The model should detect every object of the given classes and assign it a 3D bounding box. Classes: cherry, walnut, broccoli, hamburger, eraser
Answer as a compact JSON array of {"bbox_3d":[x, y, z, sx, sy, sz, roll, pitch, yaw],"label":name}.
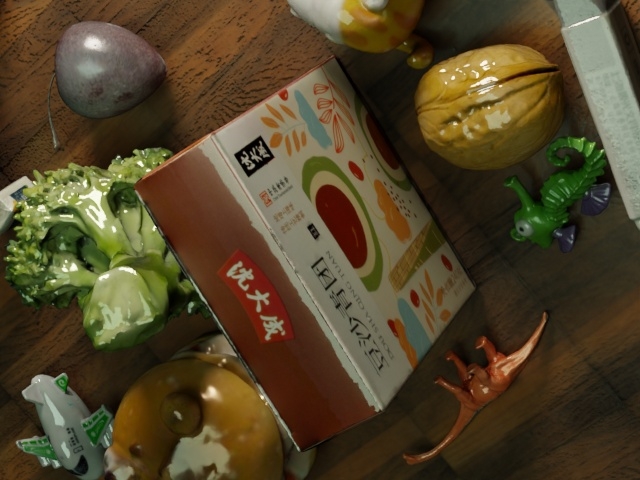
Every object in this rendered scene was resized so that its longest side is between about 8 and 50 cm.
[{"bbox_3d":[-0.272,-0.191,2.022,0.148,0.115,0.188,-10,119,-15],"label":"cherry"},{"bbox_3d":[0.199,-0.153,1.813,0.180,0.144,0.144,-21,100,22],"label":"walnut"},{"bbox_3d":[-0.251,0.030,1.931,0.353,0.397,0.275,-12,103,34],"label":"broccoli"},{"bbox_3d":[-0.150,0.269,2.065,0.276,0.237,0.276,7,109,21],"label":"hamburger"},{"bbox_3d":[0.344,-0.147,1.783,0.061,0.089,0.352,-16,104,26],"label":"eraser"}]

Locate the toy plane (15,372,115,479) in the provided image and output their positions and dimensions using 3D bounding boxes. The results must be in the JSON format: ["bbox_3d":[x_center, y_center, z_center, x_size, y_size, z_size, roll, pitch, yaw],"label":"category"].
[{"bbox_3d":[-0.361,0.267,2.239,0.174,0.080,0.174,8,114,18],"label":"toy plane"}]

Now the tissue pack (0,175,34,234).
[{"bbox_3d":[-0.423,-0.044,2.144,0.042,0.083,0.062,42,119,2],"label":"tissue pack"}]

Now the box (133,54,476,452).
[{"bbox_3d":[0.000,0.000,1.811,0.122,0.385,0.345,-29,96,27],"label":"box"}]

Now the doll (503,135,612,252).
[{"bbox_3d":[0.277,-0.056,1.849,0.115,0.050,0.190,26,137,-7],"label":"doll"}]

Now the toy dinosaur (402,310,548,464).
[{"bbox_3d":[0.189,0.187,1.992,0.101,0.055,0.279,39,119,-21],"label":"toy dinosaur"}]

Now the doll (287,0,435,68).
[{"bbox_3d":[0.062,-0.339,1.791,0.166,0.162,0.270,40,131,40],"label":"doll"}]
